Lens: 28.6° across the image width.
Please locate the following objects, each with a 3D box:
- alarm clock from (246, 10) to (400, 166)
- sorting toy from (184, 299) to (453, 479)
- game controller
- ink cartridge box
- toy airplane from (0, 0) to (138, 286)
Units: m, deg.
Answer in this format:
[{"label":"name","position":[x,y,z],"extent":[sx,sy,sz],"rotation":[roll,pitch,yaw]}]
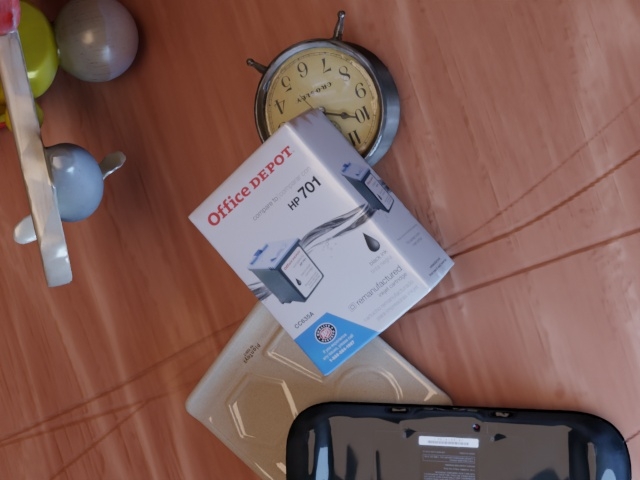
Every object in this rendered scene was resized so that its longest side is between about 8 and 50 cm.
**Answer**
[{"label":"alarm clock","position":[0.015,-0.102,1.159],"extent":[0.129,0.064,0.192],"rotation":[-23,84,22]},{"label":"sorting toy","position":[-0.003,0.158,1.213],"extent":[0.208,0.038,0.193],"rotation":[39,108,9]},{"label":"game controller","position":[0.120,0.234,1.144],"extent":[0.319,0.067,0.166],"rotation":[0,86,15]},{"label":"ink cartridge box","position":[0.000,0.000,1.112],"extent":[0.190,0.082,0.139],"rotation":[48,116,1]},{"label":"toy airplane","position":[-0.288,-0.202,1.162],"extent":[0.384,0.272,0.386],"rotation":[39,127,47]}]
